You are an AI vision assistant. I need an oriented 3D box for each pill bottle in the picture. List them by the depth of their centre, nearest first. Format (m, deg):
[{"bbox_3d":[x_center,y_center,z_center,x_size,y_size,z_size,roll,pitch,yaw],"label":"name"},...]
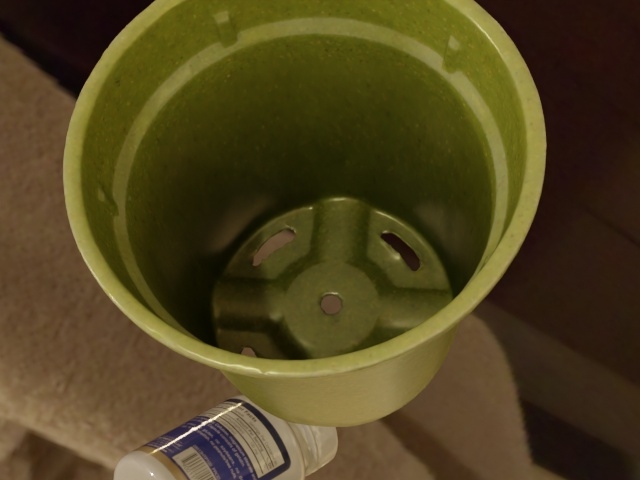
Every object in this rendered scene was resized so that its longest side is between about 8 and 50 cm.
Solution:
[{"bbox_3d":[-0.079,0.202,1.263,0.112,0.186,0.112,28,130,39],"label":"pill bottle"}]

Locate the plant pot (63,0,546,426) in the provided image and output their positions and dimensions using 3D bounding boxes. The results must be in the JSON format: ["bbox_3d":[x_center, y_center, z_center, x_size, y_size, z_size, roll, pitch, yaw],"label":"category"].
[{"bbox_3d":[0.000,0.000,0.914,0.276,0.254,0.276,-2,64,4],"label":"plant pot"}]
